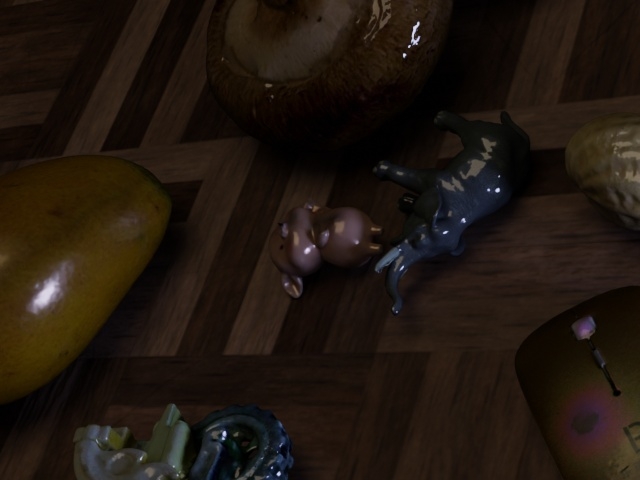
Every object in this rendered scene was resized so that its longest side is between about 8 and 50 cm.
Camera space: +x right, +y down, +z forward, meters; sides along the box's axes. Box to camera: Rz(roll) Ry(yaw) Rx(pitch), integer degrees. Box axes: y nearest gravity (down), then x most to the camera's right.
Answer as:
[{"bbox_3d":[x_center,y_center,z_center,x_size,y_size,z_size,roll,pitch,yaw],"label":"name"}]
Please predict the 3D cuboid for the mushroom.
[{"bbox_3d":[0.013,-0.260,1.909,0.239,0.345,0.345,-3,35,-24],"label":"mushroom"}]

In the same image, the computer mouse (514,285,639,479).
[{"bbox_3d":[0.280,0.156,1.467,0.158,0.072,0.310,-28,41,8],"label":"computer mouse"}]

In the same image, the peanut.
[{"bbox_3d":[0.362,-0.066,1.583,0.256,0.123,0.123,4,55,32],"label":"peanut"}]

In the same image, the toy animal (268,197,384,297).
[{"bbox_3d":[0.003,0.004,1.796,0.150,0.089,0.083,-8,28,33],"label":"toy animal"}]

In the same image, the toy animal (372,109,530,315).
[{"bbox_3d":[0.123,-0.042,1.744,0.269,0.082,0.137,-48,41,-14],"label":"toy animal"}]

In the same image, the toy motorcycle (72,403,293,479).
[{"bbox_3d":[-0.178,0.328,1.557,0.237,0.169,0.410,2,48,28],"label":"toy motorcycle"}]

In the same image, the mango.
[{"bbox_3d":[-0.346,0.033,1.904,0.378,0.221,0.264,-39,35,-18],"label":"mango"}]
